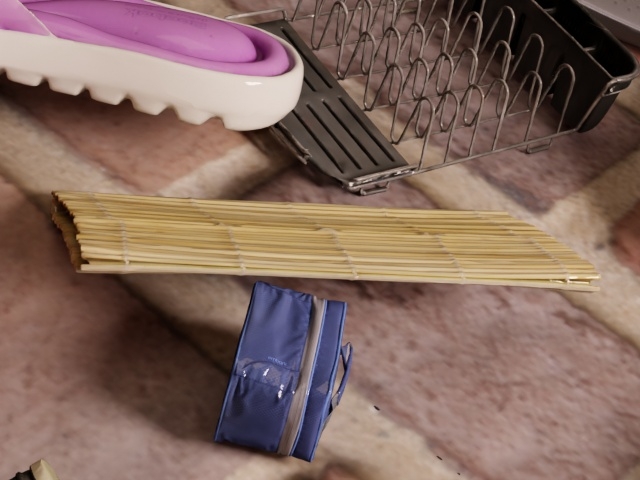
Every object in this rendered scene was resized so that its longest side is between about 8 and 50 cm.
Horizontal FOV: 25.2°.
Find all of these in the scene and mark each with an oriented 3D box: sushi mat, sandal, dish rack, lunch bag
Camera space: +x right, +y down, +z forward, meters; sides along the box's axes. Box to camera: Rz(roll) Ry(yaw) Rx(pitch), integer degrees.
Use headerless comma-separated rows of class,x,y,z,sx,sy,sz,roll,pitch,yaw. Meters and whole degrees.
sushi mat,0.000,0.000,0.878,0.317,0.019,0.151,3,14,-16
sandal,-0.207,-0.174,0.916,0.416,0.102,0.169,12,24,-14
dish rack,0.071,-0.136,1.051,0.271,0.074,0.208,-16,50,-31
lunch bag,-0.017,0.072,0.804,0.065,0.067,0.098,15,41,-2

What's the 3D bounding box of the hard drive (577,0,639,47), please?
hard drive,0.233,-0.261,1.201,0.255,0.054,0.172,28,69,5

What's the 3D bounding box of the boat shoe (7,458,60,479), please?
boat shoe,-0.119,0.169,0.689,0.042,0.049,0.133,-33,65,-9
